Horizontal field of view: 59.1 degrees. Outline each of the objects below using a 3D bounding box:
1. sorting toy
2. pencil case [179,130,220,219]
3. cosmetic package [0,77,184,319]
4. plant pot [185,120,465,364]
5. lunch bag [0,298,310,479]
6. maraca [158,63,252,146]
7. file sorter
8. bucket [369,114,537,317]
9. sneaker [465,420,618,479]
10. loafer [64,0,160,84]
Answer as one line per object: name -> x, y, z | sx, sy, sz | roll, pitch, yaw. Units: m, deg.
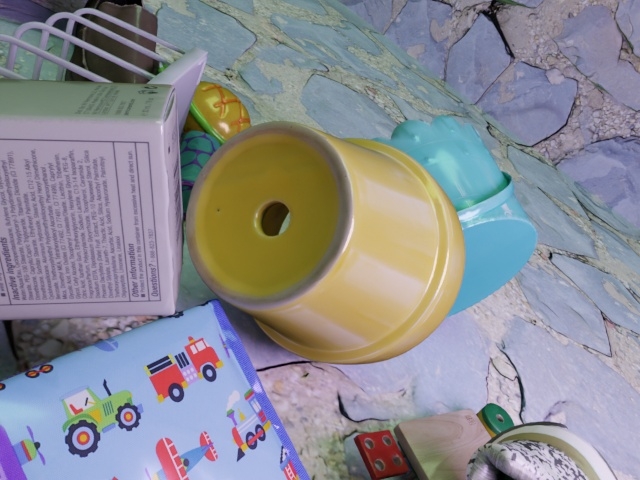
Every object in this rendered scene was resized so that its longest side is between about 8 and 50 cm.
sorting toy -> 0.143, 0.260, 0.613 | 0.275, 0.046, 0.132 | 5, 42, -40
pencil case -> -0.174, -0.091, 0.785 | 0.065, 0.070, 0.151 | -9, 37, 5
cosmetic package -> -0.263, -0.032, 0.414 | 0.310, 0.160, 0.113 | 1, 28, -9
plant pot -> 0.000, 0.000, 0.572 | 0.254, 0.254, 0.239 | 49, 11, 23
lunch bag -> -0.099, 0.216, 0.391 | 0.293, 0.138, 0.221 | 53, 32, 12
maraca -> -0.178, -0.202, 0.880 | 0.185, 0.099, 0.127 | 45, 14, -27
file sorter -> -0.261, -0.124, 0.614 | 0.173, 0.192, 0.277 | 23, 29, -9
bucket -> 0.154, -0.018, 0.806 | 0.281, 0.281, 0.183 | 6, 45, -38
sneaker -> 0.196, 0.328, 0.404 | 0.182, 0.158, 0.410 | 29, 32, -46
loafer -> -0.321, -0.310, 0.886 | 0.134, 0.130, 0.366 | 8, 40, -36
